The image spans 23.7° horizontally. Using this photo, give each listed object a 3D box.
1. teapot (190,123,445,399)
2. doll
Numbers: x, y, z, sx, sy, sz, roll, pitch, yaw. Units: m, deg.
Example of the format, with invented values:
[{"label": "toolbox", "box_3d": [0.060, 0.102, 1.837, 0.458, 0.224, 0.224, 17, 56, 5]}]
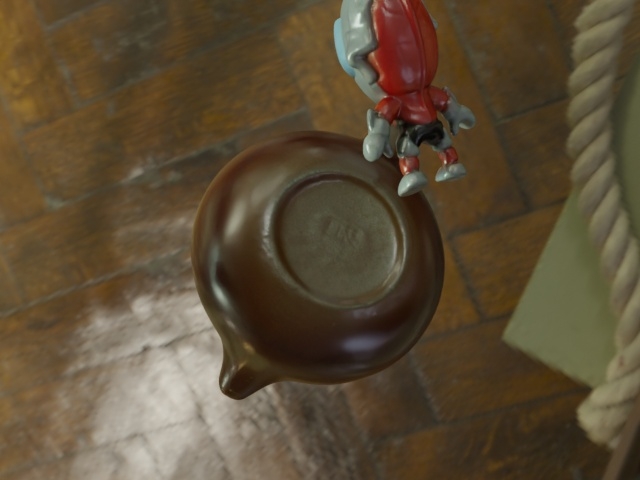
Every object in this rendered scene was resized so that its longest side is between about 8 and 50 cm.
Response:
[{"label": "teapot", "box_3d": [0.000, 0.000, 1.073, 0.178, 0.252, 0.135, 35, 153, -11]}, {"label": "doll", "box_3d": [0.031, -0.076, 0.634, 0.057, 0.039, 0.114, -18, 93, -11]}]
